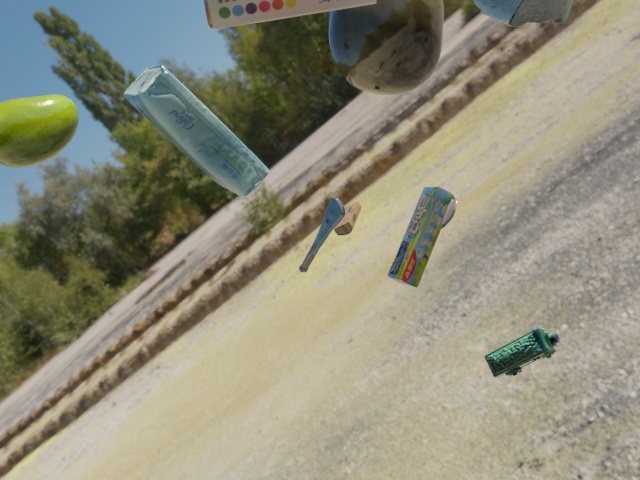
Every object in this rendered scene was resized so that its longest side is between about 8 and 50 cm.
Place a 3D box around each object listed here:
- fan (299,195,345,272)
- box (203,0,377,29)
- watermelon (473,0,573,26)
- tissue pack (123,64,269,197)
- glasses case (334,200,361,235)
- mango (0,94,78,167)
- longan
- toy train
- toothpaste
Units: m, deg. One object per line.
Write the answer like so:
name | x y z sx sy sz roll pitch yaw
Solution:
fan | 0.000 0.000 1.506 0.023 0.057 0.282 -14 -31 -31
box | -0.058 -0.387 0.842 0.221 0.091 0.274 -12 41 -5
watermelon | 0.428 -0.598 1.415 0.213 0.290 0.320 -65 -18 -10
tissue pack | -0.231 -0.199 1.149 0.089 0.263 0.177 -51 27 -6
glasses case | 0.098 -0.073 2.137 0.065 0.041 0.170 -26 19 26
mango | -0.814 -0.306 1.752 0.273 0.185 0.149 -16 -1 -18
longan | 0.184 -0.571 1.685 0.361 0.361 0.361 -38 11 9
toy train | 0.438 0.247 1.367 0.099 0.070 0.172 5 -36 -48
toothpaste | 0.196 -0.007 1.185 0.070 0.044 0.193 9 75 65
